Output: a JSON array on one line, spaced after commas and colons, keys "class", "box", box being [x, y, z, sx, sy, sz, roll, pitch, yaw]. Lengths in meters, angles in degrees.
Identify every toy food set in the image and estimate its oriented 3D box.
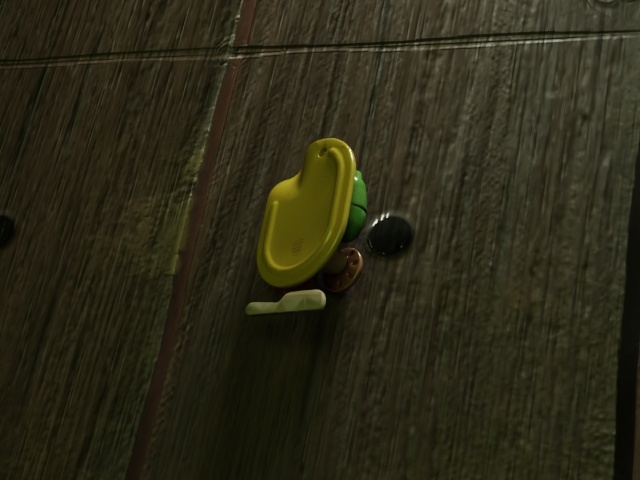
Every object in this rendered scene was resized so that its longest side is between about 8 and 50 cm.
[{"class": "toy food set", "box": [0.000, 0.000, 1.438, 0.128, 0.071, 0.218, -16, 51, 41]}]
